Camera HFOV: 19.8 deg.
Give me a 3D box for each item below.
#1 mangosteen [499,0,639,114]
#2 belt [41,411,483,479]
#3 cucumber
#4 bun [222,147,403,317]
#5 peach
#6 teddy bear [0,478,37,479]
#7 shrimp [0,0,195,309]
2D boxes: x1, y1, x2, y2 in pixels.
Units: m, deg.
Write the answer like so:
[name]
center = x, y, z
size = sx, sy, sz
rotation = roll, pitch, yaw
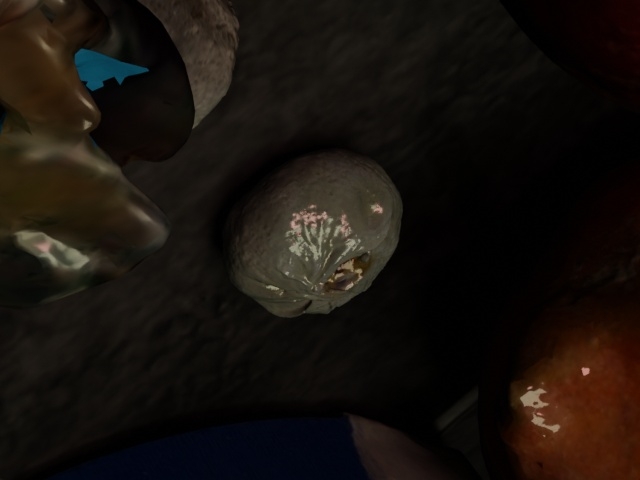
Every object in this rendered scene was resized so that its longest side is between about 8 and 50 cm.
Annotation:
[mangosteen]
center = 0.098, -0.144, 0.551
size = 0.235, 0.261, 0.235
rotation = 12, 77, -63
[belt]
center = -0.035, 0.189, 0.853
size = 0.347, 0.117, 0.212
rotation = 5, 126, -45
[cucumber]
center = -0.072, -0.077, 0.565
size = 0.064, 0.064, 0.112
rotation = -42, 144, 2
[bun]
center = 0.000, 0.000, 0.731
size = 0.083, 0.045, 0.083
rotation = -24, 147, -17
[peach]
center = 0.169, 0.071, 0.826
size = 0.257, 0.232, 0.232
rotation = 7, 125, -33
[teddy bear]
center = -0.264, 0.143, 0.403
size = 0.362, 0.375, 0.327
rotation = -14, 126, -56
[shrimp]
center = -0.159, -0.067, 0.350
size = 0.110, 0.221, 0.446
rotation = -12, 160, 26
